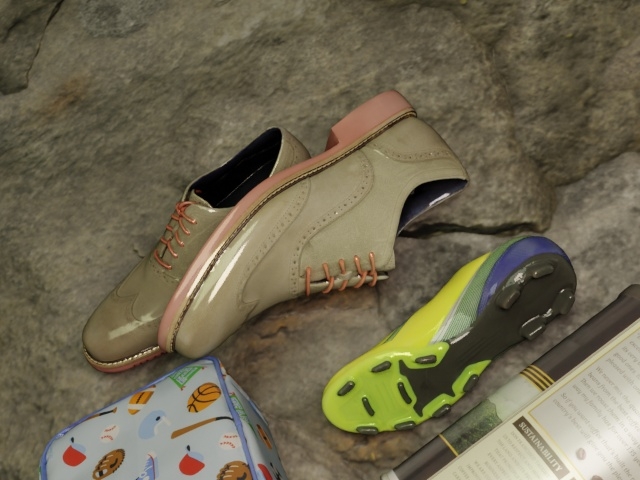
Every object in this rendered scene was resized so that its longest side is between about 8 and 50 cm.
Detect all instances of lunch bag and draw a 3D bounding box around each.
[{"bbox_3d":[-0.156,0.254,1.132,0.243,0.115,0.303,-31,29,1],"label":"lunch bag"}]

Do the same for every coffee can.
[{"bbox_3d":[0.218,0.197,0.997,0.275,0.201,0.201,-37,51,-3],"label":"coffee can"}]

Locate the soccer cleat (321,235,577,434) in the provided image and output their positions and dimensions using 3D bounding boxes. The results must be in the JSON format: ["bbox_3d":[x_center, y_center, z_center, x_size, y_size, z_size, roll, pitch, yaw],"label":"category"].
[{"bbox_3d":[0.127,0.096,1.200,0.289,0.093,0.121,-35,20,4],"label":"soccer cleat"}]

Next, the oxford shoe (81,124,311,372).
[{"bbox_3d":[-0.150,0.001,1.342,0.348,0.130,0.123,-45,52,-10],"label":"oxford shoe"}]

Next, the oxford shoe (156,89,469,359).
[{"bbox_3d":[0.000,0.000,1.244,0.146,0.140,0.397,42,69,14],"label":"oxford shoe"}]
